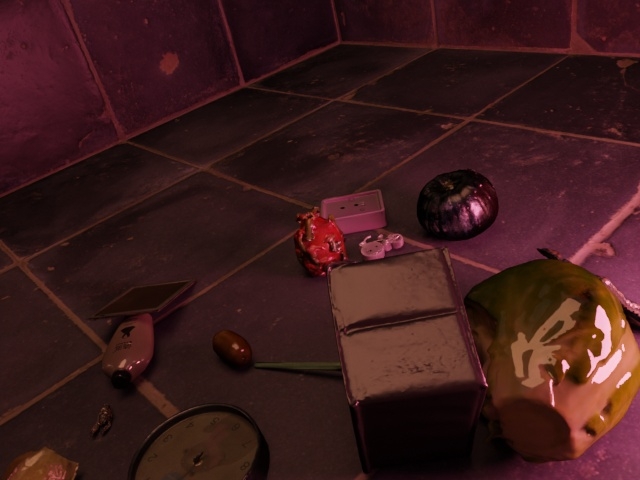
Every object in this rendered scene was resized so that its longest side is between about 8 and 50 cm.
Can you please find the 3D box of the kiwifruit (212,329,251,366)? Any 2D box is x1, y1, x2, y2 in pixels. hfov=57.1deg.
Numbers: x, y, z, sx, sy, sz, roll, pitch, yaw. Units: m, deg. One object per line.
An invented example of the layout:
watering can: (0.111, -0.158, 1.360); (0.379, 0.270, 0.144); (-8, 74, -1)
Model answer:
kiwifruit: (-0.211, 0.257, 1.408); (0.075, 0.075, 0.124); (-31, 31, -26)

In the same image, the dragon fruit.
dragon fruit: (0.000, 0.000, 1.644); (0.160, 0.172, 0.166); (12, 39, 37)

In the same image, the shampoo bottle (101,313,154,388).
shampoo bottle: (-0.481, 0.276, 1.481); (0.127, 0.078, 0.257); (-11, 29, -3)

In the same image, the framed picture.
framed picture: (-0.493, 0.165, 1.652); (0.216, 0.016, 0.273); (-7, 12, 11)

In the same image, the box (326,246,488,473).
box: (0.142, 0.217, 1.015); (0.204, 0.345, 0.251); (-9, 54, 2)

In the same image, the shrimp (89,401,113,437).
shrimp: (-0.489, 0.406, 1.331); (0.038, 0.029, 0.092); (0, 38, 7)

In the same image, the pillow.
pillow: (0.582, 0.100, 1.220); (0.034, 0.255, 0.189); (-57, 29, 8)

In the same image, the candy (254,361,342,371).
candy: (-0.008, 0.280, 1.310); (0.335, 0.093, 0.092); (-7, -13, 28)

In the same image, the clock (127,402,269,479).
clock: (-0.240, 0.437, 1.149); (0.280, 0.055, 0.281); (-10, 31, 6)

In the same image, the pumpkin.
pumpkin: (0.385, -0.101, 1.659); (0.233, 0.163, 0.233); (-20, 28, 11)

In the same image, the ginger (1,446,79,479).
ginger: (-0.592, 0.507, 1.158); (0.122, 0.115, 0.193); (-20, 31, 35)

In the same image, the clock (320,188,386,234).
clock: (0.103, -0.087, 1.850); (0.197, 0.063, 0.150); (-11, 31, 5)

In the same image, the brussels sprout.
brussels sprout: (0.404, 0.199, 1.059); (0.314, 0.276, 0.371); (-9, 32, 15)

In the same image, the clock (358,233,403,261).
clock: (0.172, 0.014, 1.679); (0.129, 0.041, 0.087); (-26, 36, -11)
